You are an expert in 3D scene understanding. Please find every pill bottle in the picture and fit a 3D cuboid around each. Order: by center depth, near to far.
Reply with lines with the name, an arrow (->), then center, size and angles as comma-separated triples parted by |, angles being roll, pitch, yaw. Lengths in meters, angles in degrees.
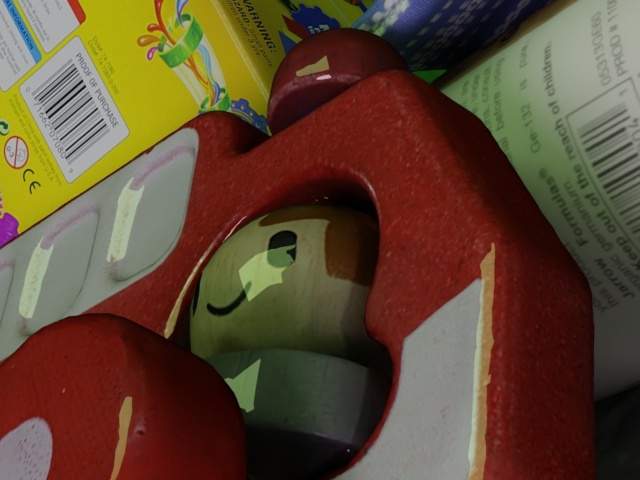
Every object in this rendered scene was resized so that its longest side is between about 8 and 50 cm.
pill bottle -> 0.094, -0.014, 0.574 | 0.229, 0.131, 0.131 | -32, 17, 40

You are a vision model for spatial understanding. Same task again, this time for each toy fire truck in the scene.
toy fire truck -> -0.046, 0.057, 0.511 | 0.302, 0.169, 0.254 | -31, 41, 38

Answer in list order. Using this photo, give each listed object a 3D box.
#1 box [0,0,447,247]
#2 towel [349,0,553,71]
box -> -0.057, -0.123, 0.804 | 0.177, 0.290, 0.279 | -35, -11, 31
towel -> 0.166, -0.166, 0.637 | 0.336, 0.040, 0.243 | -14, -31, -53
